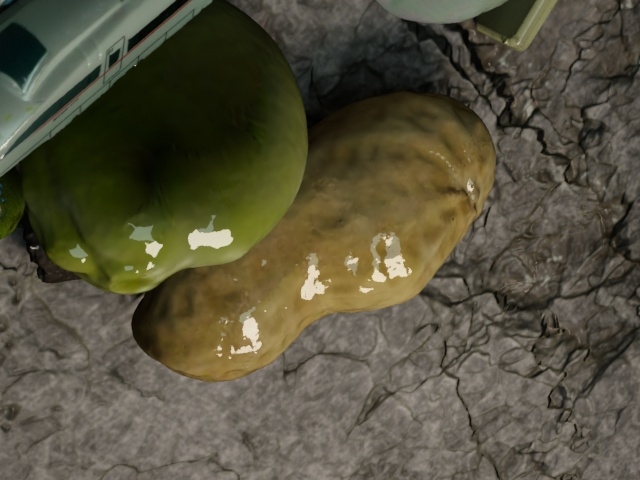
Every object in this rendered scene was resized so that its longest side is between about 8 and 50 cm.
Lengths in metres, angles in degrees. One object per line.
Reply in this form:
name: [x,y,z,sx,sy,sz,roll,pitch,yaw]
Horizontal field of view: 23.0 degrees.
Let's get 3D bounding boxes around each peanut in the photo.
peanut: [0.000,0.000,1.452,0.387,0.192,0.169,-32,149,-15]

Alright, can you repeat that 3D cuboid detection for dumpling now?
dumpling: [0.142,-0.267,1.444,0.217,0.149,0.104,-22,81,-12]

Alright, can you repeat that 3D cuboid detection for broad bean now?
broad bean: [-0.130,-0.083,1.320,0.238,0.119,0.291,26,62,-5]

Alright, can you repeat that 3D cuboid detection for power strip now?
power strip: [0.216,-0.266,1.522,0.028,0.076,0.169,26,99,-38]

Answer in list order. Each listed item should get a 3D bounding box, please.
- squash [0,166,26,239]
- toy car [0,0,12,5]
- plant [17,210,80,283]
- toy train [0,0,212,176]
squash: [-0.344,-0.118,1.266,0.087,0.087,0.331,-43,125,-6]
toy car: [-0.329,-0.261,1.142,0.255,0.190,0.188,27,116,-36]
plant: [-0.194,-0.015,1.396,0.143,0.094,0.092,-23,133,-13]
toy train: [-0.177,-0.176,1.233,0.407,0.086,0.088,-46,172,-29]
